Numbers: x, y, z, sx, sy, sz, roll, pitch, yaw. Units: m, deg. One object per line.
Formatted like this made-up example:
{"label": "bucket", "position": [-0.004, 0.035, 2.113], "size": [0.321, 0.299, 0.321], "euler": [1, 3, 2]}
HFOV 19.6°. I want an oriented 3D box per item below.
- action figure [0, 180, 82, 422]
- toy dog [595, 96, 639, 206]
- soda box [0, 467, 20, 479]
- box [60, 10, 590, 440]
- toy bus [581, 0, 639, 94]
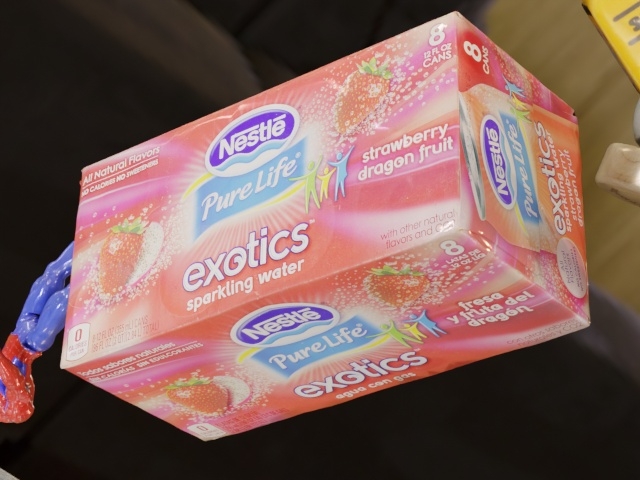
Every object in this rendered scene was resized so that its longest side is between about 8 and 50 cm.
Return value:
{"label": "action figure", "position": [-0.298, 0.068, 1.773], "size": [0.139, 0.280, 0.091], "euler": [24, 7, -40]}
{"label": "toy dog", "position": [0.370, -0.072, 1.470], "size": [0.161, 0.220, 0.334], "euler": [19, 18, -35]}
{"label": "soda box", "position": [-0.309, 0.206, 1.440], "size": [0.091, 0.098, 0.286], "euler": [37, -16, -27]}
{"label": "box", "position": [0.000, 0.000, 1.131], "size": [0.142, 0.300, 0.154], "euler": [34, 48, -43]}
{"label": "toy bus", "position": [0.344, -0.237, 1.325], "size": [0.130, 0.332, 0.108], "euler": [56, 9, -3]}
